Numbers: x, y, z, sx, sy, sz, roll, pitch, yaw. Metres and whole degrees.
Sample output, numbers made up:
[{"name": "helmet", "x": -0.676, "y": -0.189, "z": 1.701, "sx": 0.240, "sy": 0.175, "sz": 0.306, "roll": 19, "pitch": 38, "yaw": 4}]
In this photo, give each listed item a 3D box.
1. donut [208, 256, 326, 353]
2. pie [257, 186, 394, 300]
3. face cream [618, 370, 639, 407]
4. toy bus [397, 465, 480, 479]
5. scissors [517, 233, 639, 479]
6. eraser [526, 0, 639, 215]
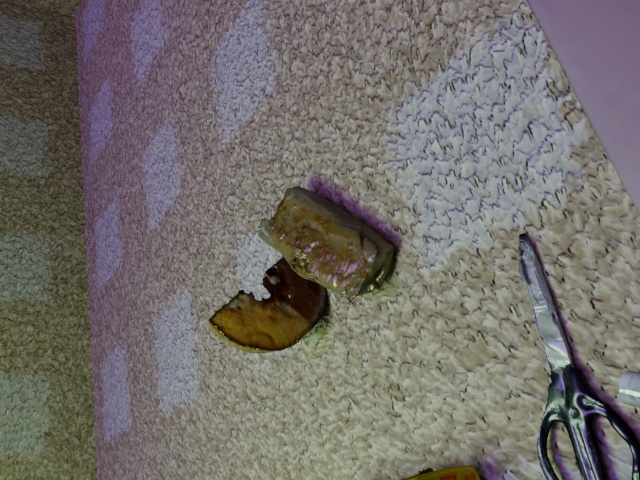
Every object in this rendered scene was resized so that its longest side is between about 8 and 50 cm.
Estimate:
[{"name": "donut", "x": -0.083, "y": 0.119, "z": 1.002, "sx": 0.141, "sy": 0.217, "sz": 0.085, "roll": 47, "pitch": 145, "yaw": 8}, {"name": "pie", "x": 0.000, "y": 0.000, "z": 0.957, "sx": 0.282, "sy": 0.068, "sz": 0.129, "roll": 34, "pitch": 88, "yaw": 43}, {"name": "face cream", "x": 0.337, "y": 0.145, "z": 0.530, "sx": 0.130, "sy": 0.034, "sz": 0.034, "roll": 4, "pitch": 89, "yaw": 53}, {"name": "toy bus", "x": 0.071, "y": 0.397, "z": 0.775, "sx": 0.330, "sy": 0.144, "sz": 0.152, "roll": -40, "pitch": 55, "yaw": 43}, {"name": "scissors", "x": 0.260, "y": 0.130, "z": 0.649, "sx": 0.109, "sy": 0.022, "sz": 0.300, "roll": -30, "pitch": 62, "yaw": 44}, {"name": "eraser", "x": 0.356, "y": -0.152, "z": 0.470, "sx": 0.272, "sy": 0.122, "sz": 0.359, "roll": -45, "pitch": 51, "yaw": 44}]
